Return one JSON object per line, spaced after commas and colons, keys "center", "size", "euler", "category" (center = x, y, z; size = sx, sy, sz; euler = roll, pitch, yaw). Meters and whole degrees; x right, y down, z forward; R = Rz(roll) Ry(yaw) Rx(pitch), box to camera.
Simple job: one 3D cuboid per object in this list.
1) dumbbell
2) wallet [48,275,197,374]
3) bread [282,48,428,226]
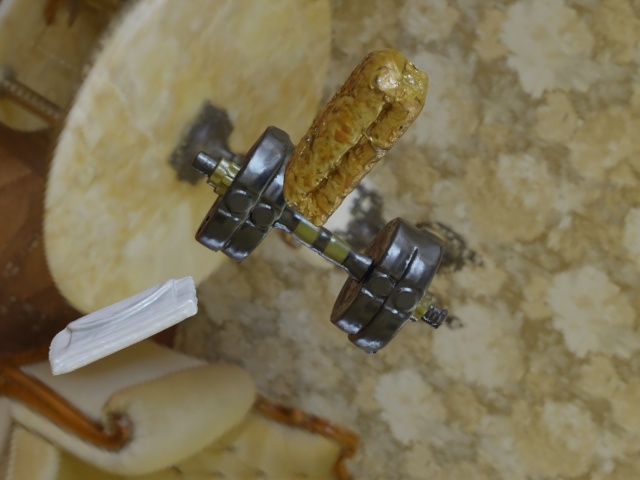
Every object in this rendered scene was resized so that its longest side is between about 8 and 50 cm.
{"center": [0.000, 0.000, 1.565], "size": [0.185, 0.388, 0.185], "euler": [-56, -173, 11], "category": "dumbbell"}
{"center": [-0.226, 0.093, 1.378], "size": [0.183, 0.032, 0.124], "euler": [-23, -162, -1], "category": "wallet"}
{"center": [0.035, -0.116, 1.345], "size": [0.211, 0.083, 0.114], "euler": [-52, -168, 28], "category": "bread"}
